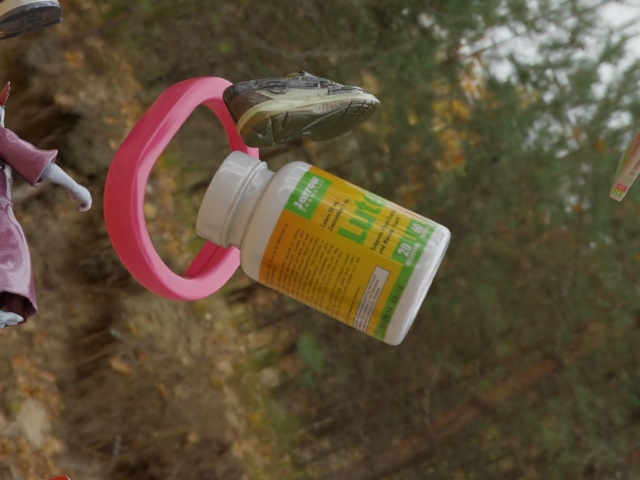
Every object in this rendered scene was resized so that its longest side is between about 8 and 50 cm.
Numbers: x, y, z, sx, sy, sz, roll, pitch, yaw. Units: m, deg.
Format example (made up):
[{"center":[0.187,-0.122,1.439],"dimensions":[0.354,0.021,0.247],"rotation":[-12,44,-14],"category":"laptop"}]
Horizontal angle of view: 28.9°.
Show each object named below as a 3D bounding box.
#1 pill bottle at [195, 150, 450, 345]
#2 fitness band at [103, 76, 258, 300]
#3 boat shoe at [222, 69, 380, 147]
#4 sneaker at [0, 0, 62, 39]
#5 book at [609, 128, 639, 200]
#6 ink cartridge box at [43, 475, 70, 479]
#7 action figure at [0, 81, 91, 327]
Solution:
[{"center":[0.000,0.000,1.305],"dimensions":[0.245,0.136,0.136],"rotation":[25,-6,7],"category":"pill bottle"},{"center":[-0.149,-0.062,1.447],"dimensions":[0.209,0.054,0.291],"rotation":[61,39,-32],"category":"fitness band"},{"center":[-0.019,-0.155,1.383],"dimensions":[0.223,0.080,0.073],"rotation":[-15,67,-50],"category":"boat shoe"},{"center":[-0.416,-0.348,1.686],"dimensions":[0.319,0.112,0.131],"rotation":[4,-67,71],"category":"sneaker"},{"center":[0.489,-0.135,1.888],"dimensions":[0.035,0.096,0.144],"rotation":[27,-35,5],"category":"book"},{"center":[-0.315,0.449,1.207],"dimensions":[0.091,0.308,0.385],"rotation":[-16,87,-59],"category":"ink cartridge box"},{"center":[-0.485,-0.053,1.700],"dimensions":[0.275,0.248,0.370],"rotation":[17,65,-59],"category":"action figure"}]
